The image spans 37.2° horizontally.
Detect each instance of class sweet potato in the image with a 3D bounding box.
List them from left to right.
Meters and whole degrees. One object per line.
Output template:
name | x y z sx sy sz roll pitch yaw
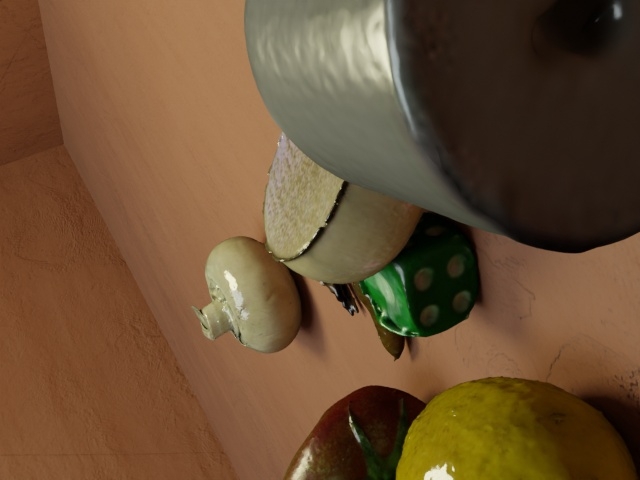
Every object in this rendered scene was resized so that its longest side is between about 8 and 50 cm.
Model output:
sweet potato | 0.082 0.072 1.452 0.067 0.067 0.274 20 131 63

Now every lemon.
lemon | 0.222 0.285 1.057 0.322 0.268 0.268 7 118 64

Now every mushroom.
mushroom | -0.152 0.120 1.892 0.246 0.202 0.246 55 167 19

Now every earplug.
earplug | 0.106 -0.172 0.782 0.394 0.312 0.313 20 130 65

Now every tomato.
tomato | 0.080 0.376 1.457 0.304 0.303 0.239 64 163 7

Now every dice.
dice | 0.125 0.042 1.231 0.131 0.120 0.128 29 136 56

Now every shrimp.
shrimp | -0.006 0.007 1.596 0.262 0.066 0.117 60 159 12

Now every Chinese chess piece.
Chinese chess piece | 0.029 -0.081 1.174 0.270 0.112 0.270 -42 38 46
